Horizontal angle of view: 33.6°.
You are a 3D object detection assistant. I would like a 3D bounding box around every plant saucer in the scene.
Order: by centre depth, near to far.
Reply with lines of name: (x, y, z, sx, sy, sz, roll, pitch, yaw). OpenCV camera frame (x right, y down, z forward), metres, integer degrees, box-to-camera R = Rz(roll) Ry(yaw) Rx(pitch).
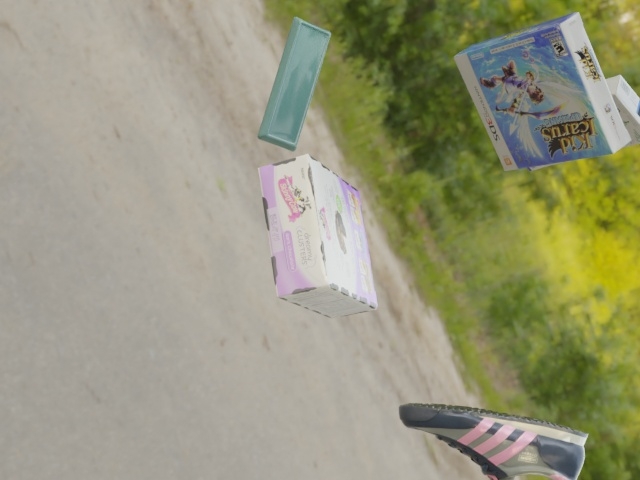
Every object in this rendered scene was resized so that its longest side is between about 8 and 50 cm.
plant saucer: (-0.036, -0.233, 1.584, 0.067, 0.018, 0.192, 18, 88, -27)

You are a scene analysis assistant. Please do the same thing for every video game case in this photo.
video game case: (0.390, -0.255, 1.891, 0.061, 0.269, 0.244, -36, 106, -30)

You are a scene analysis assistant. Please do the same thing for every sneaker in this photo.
sneaker: (0.281, 0.351, 1.779, 0.112, 0.318, 0.131, 32, 68, -79)

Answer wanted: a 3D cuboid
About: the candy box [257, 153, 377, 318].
candy box: (0.000, 0.000, 1.321, 0.196, 0.070, 0.165, 30, 50, -67)

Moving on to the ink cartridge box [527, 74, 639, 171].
ink cartridge box: (0.566, -0.257, 2.377, 0.165, 0.332, 0.065, 40, 55, -31)
